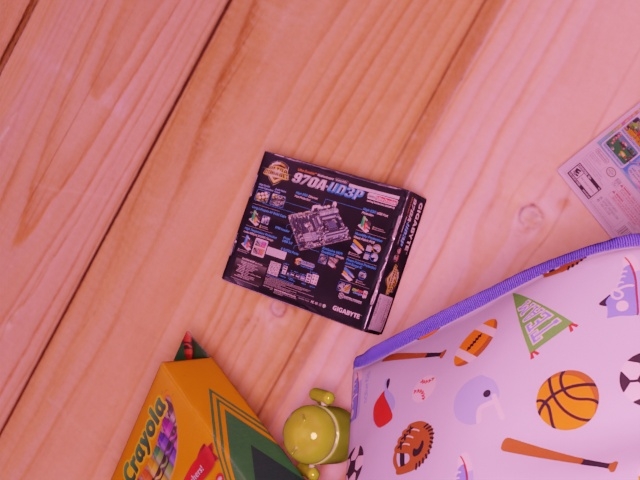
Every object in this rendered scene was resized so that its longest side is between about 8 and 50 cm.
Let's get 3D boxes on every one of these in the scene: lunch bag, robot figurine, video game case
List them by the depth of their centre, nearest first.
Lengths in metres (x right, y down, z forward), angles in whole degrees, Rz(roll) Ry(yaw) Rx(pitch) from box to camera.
[{"bbox_3d":[0.217,0.204,0.879,0.385,0.238,0.328,-36,36,37],"label":"lunch bag"},{"bbox_3d":[0.354,-0.062,1.072,0.143,0.019,0.157,-40,63,15],"label":"video game case"},{"bbox_3d":[0.001,0.222,1.151,0.067,0.115,0.101,10,85,30],"label":"robot figurine"}]

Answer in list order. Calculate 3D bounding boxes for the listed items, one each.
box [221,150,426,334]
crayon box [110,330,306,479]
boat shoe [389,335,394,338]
[{"bbox_3d":[0.000,0.000,1.236,0.220,0.051,0.175,17,88,31],"label":"box"},{"bbox_3d":[-0.139,0.283,1.185,0.318,0.081,0.202,45,122,37],"label":"crayon box"},{"bbox_3d":[0.079,0.217,1.132,0.083,0.075,0.226,-1,79,29],"label":"boat shoe"}]
